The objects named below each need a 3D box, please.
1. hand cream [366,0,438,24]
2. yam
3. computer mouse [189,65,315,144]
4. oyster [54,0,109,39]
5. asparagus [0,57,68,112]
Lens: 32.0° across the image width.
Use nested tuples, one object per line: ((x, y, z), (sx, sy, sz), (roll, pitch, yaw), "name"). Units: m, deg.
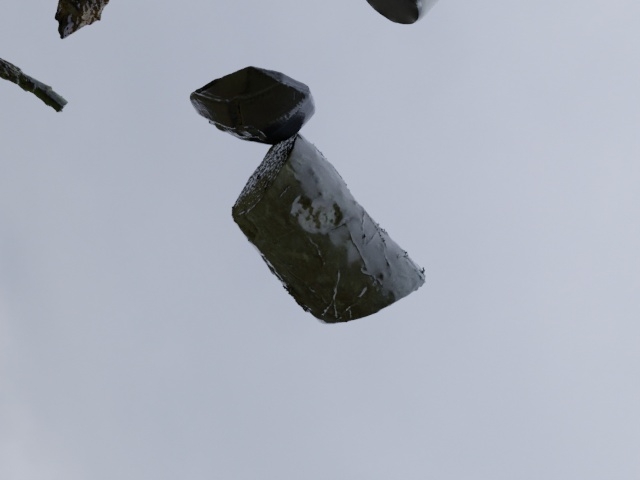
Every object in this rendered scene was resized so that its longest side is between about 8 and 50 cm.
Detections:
((0.202, -0.465, 1.635), (0.118, 0.359, 0.185), (51, -23, -23), "hand cream")
((0.000, 0.000, 1.394), (0.254, 0.154, 0.154), (47, -24, -20), "yam")
((-0.084, -0.153, 1.340), (0.192, 0.106, 0.062), (-5, -119, 45), "computer mouse")
((-0.260, -0.292, 1.258), (0.086, 0.029, 0.132), (6, -77, 14), "oyster")
((-0.537, -0.287, 2.030), (0.036, 0.165, 0.030), (-60, -167, -6), "asparagus")
